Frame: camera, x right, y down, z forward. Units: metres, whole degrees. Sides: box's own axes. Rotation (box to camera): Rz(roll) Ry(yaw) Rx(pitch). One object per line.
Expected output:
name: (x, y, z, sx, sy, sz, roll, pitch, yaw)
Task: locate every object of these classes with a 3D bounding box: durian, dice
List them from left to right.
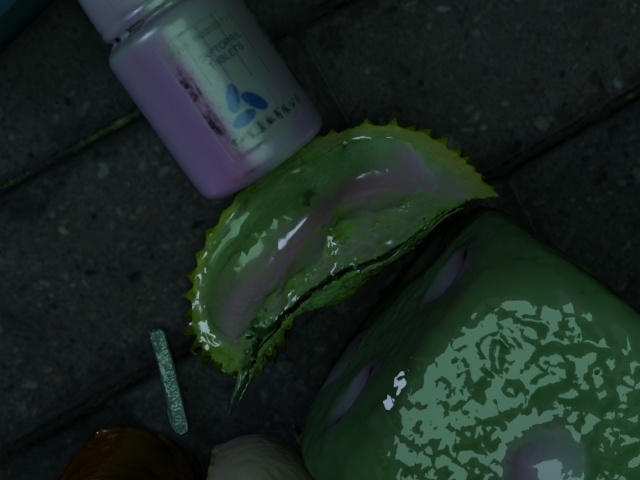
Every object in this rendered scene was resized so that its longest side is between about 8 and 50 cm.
durian: (0.000, 0.000, 1.167, 0.352, 0.169, 0.158, -36, 112, 12)
dice: (0.189, 0.176, 1.144, 0.318, 0.330, 0.322, 38, 93, -6)

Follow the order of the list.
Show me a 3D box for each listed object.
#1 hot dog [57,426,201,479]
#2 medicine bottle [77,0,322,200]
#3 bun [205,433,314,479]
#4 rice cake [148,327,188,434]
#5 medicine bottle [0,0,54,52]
hot dog: (-0.215, 0.402, 1.106, 0.196, 0.365, 0.367, 2, 96, -4)
medicine bottle: (-0.123, -0.179, 1.139, 0.152, 0.152, 0.254, -33, 102, -1)
bun: (-0.040, 0.345, 1.142, 0.165, 0.299, 0.299, 6, 98, -2)
rice cake: (-0.165, 0.153, 1.248, 0.021, 0.022, 0.121, -15, 100, -7)
medicine bottle: (-0.311, -0.245, 1.093, 0.258, 0.124, 0.079, -36, 68, 19)
